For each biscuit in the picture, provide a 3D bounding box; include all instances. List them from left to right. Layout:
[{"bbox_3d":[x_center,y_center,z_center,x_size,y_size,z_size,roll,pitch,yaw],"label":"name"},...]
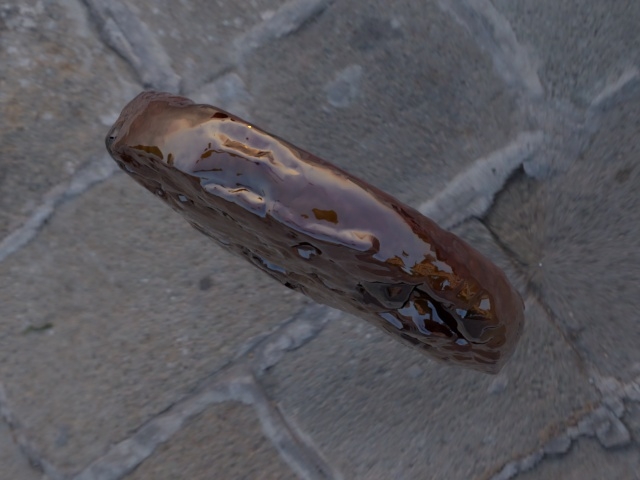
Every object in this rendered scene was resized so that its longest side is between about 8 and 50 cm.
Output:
[{"bbox_3d":[0.000,0.000,0.483,0.192,0.192,0.049,25,87,10],"label":"biscuit"}]
